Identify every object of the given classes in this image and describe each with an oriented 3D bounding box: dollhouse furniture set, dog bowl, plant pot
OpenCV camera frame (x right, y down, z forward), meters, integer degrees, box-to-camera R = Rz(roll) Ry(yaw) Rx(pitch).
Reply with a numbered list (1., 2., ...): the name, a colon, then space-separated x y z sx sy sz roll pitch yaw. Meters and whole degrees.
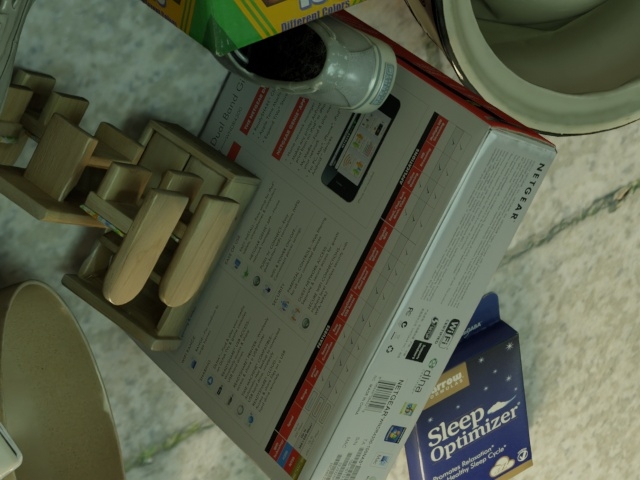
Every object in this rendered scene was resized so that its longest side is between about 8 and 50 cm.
1. dollhouse furniture set: -0.177 -0.010 1.520 0.242 0.212 0.161 7 114 -61
2. dog bowl: 0.226 -0.303 1.674 0.408 0.150 0.408 -19 127 -27
3. plant pot: -0.286 0.189 1.551 0.191 0.284 0.284 -13 130 8

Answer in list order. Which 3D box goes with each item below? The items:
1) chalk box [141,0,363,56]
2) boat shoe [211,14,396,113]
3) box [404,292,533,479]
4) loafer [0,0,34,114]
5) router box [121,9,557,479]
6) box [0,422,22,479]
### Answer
1. chalk box: -0.061 -0.317 1.434 0.180 0.179 0.289 -24 128 -24
2. boat shoe: -0.035 -0.158 1.520 0.081 0.227 0.079 17 96 -40
3. box: 0.145 0.172 1.986 0.136 0.036 0.225 -27 128 -21
4. loafer: -0.264 -0.166 1.398 0.319 0.112 0.111 -66 154 -7
5. router box: 0.000 0.000 1.589 0.082 0.301 0.335 14 108 -42
6. box: -0.347 0.067 1.369 0.121 0.311 0.148 -37 132 -12
